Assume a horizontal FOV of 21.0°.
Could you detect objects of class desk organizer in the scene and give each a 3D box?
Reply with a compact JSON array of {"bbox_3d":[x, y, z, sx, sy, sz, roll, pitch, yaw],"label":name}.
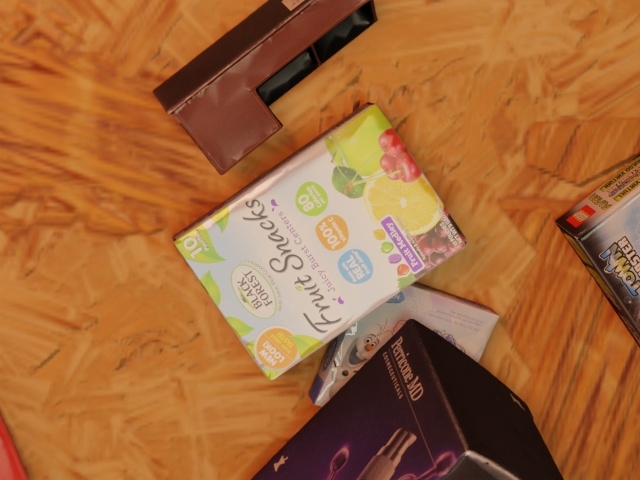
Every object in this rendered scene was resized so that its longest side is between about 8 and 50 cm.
[{"bbox_3d":[-0.025,-0.099,0.967,0.130,0.047,0.050,-38,115,0],"label":"desk organizer"}]

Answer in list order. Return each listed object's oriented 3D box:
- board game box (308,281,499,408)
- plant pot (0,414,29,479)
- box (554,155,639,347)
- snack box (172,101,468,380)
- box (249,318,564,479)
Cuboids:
[{"bbox_3d":[0.051,0.070,1.056,0.090,0.020,0.090,19,102,-20],"label":"board game box"},{"bbox_3d":[-0.290,0.179,0.881,0.243,0.275,0.275,-21,112,3],"label":"plant pot"},{"bbox_3d":[0.249,0.035,1.089,0.114,0.036,0.207,-38,113,-1],"label":"box"},{"bbox_3d":[0.000,0.000,0.999,0.141,0.037,0.100,-34,97,-2],"label":"snack box"},{"bbox_3d":[0.036,0.175,1.000,0.108,0.153,0.207,38,103,-24],"label":"box"}]
